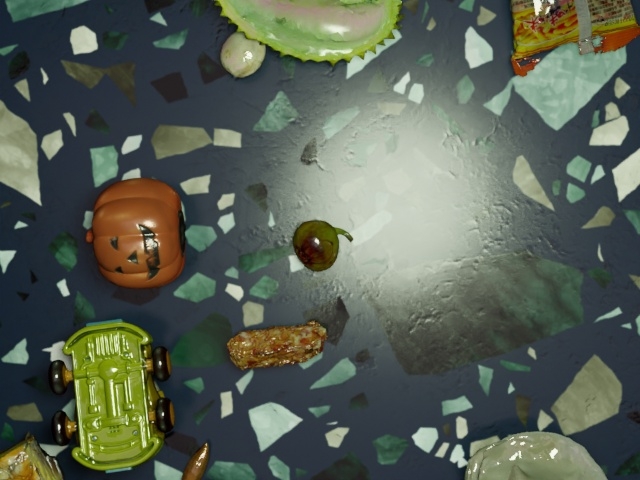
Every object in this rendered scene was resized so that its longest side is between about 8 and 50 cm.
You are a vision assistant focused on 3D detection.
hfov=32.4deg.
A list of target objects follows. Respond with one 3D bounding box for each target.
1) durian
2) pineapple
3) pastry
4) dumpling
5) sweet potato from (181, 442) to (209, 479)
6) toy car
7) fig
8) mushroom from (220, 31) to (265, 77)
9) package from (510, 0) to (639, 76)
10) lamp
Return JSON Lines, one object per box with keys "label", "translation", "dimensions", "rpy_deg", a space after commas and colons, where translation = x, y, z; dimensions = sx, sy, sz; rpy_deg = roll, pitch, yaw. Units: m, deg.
{"label": "durian", "translation": [-0.033, -0.395, 1.784], "dimensions": [0.352, 0.169, 0.158], "rpy_deg": [18, 72, -20]}
{"label": "pineapple", "translation": [-0.495, 0.406, 1.839], "dimensions": [0.114, 0.236, 0.186], "rpy_deg": [-25, 51, -2]}
{"label": "pastry", "translation": [-0.070, 0.181, 1.854], "dimensions": [0.169, 0.087, 0.063], "rpy_deg": [-6, 124, 2]}
{"label": "dumpling", "translation": [0.360, 0.448, 1.822], "dimensions": [0.293, 0.163, 0.204], "rpy_deg": [45, 58, 2]}
{"label": "sweet potato", "translation": [-0.213, 0.390, 1.885], "dimensions": [0.034, 0.034, 0.095], "rpy_deg": [30, 93, 1]}
{"label": "toy car", "translation": [-0.339, 0.259, 1.833], "dimensions": [0.200, 0.142, 0.248], "rpy_deg": [-4, 81, 2]}
{"label": "fig", "translation": [0.000, 0.000, 1.858], "dimensions": [0.084, 0.082, 0.098], "rpy_deg": [36, 52, 15]}
{"label": "mushroom", "translation": [-0.129, -0.314, 1.852], "dimensions": [0.083, 0.067, 0.084], "rpy_deg": [-12, 69, 33]}
{"label": "package", "translation": [0.393, -0.436, 1.814], "dimensions": [0.223, 0.108, 0.288], "rpy_deg": [-17, 93, 4]}
{"label": "lamp", "translation": [-0.305, -0.010, 1.808], "dimensions": [0.164, 0.187, 0.188], "rpy_deg": [-4, 91, 2]}
